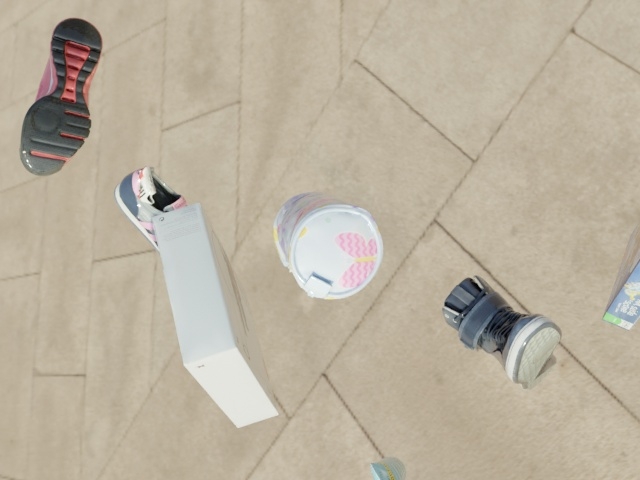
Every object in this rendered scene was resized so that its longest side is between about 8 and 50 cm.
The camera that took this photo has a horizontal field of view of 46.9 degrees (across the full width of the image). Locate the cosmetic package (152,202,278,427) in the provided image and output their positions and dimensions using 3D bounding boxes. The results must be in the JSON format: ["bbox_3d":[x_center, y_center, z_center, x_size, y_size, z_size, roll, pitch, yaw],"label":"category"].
[{"bbox_3d":[-0.183,0.150,1.345,0.098,0.377,0.284,-16,61,-1],"label":"cosmetic package"}]

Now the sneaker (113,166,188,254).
[{"bbox_3d":[-0.329,-0.034,1.690,0.131,0.319,0.112,-31,20,45],"label":"sneaker"}]

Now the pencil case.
[{"bbox_3d":[0.000,0.000,0.983,0.124,0.113,0.273,-46,10,-2],"label":"pencil case"}]

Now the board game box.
[{"bbox_3d":[0.372,-0.006,0.805,0.035,0.201,0.136,23,59,15],"label":"board game box"}]

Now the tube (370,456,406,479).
[{"bbox_3d":[0.106,0.383,1.181,0.052,0.207,0.080,-34,77,2],"label":"tube"}]

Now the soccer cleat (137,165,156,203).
[{"bbox_3d":[-0.331,-0.106,1.417,0.036,0.029,0.083,28,129,13],"label":"soccer cleat"}]

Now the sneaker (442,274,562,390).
[{"bbox_3d":[0.228,0.107,0.964,0.086,0.226,0.163,-41,64,-4],"label":"sneaker"}]

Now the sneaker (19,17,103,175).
[{"bbox_3d":[-0.495,-0.265,1.431,0.136,0.116,0.313,164,121,-67],"label":"sneaker"}]
